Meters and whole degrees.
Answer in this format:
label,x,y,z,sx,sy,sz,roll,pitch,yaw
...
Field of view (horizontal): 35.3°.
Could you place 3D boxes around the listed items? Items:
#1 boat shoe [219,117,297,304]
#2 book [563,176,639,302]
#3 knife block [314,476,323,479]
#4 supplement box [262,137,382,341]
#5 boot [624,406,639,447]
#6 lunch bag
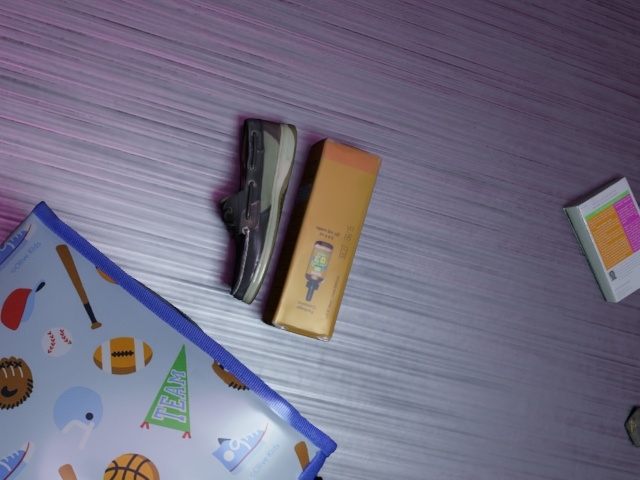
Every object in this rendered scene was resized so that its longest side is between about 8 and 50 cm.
label,x,y,z,sx,sy,sz,roll,pitch,yaw
boat shoe,-0.084,-0.038,1.192,0.073,0.080,0.223,15,79,-11
book,0.402,-0.001,1.363,0.096,0.035,0.144,-28,97,-19
knife block,-0.109,0.349,1.181,0.276,0.242,0.088,-9,91,28
supplement box,0.000,0.000,1.214,0.078,0.080,0.233,18,82,-15
boot,0.473,0.228,1.381,0.114,0.037,0.106,-1,87,-13
lunch bag,-0.223,0.216,1.014,0.385,0.239,0.328,35,78,16
